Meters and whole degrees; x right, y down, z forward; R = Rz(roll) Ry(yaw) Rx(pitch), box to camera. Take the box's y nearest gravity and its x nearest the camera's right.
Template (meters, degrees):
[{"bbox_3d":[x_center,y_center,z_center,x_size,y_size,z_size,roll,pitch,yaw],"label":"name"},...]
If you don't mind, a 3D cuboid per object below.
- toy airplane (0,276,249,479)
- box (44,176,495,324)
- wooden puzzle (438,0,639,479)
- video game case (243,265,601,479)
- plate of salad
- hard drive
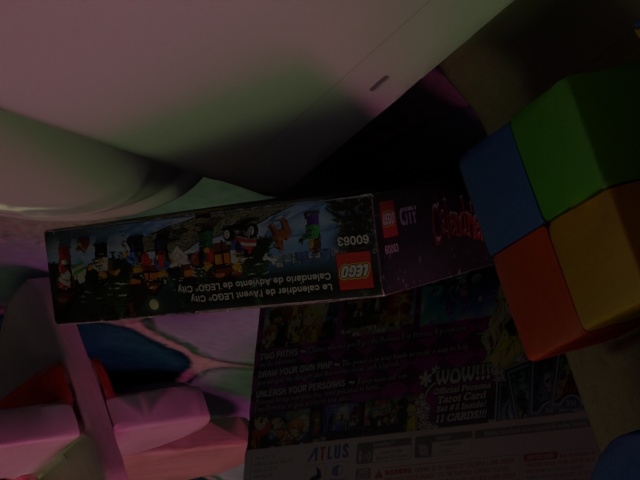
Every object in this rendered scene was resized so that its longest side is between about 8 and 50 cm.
[{"bbox_3d":[-0.251,0.164,1.228,0.384,0.272,0.386,-35,146,-6],"label":"toy airplane"},{"bbox_3d":[0.000,0.000,0.865,0.159,0.044,0.233,-5,-178,25],"label":"box"},{"bbox_3d":[0.168,0.028,0.662,0.080,0.348,0.322,-17,170,-29],"label":"wooden puzzle"},{"bbox_3d":[0.063,0.084,0.970,0.232,0.210,0.042,-11,153,33],"label":"video game case"},{"bbox_3d":[-0.148,-0.064,0.858,0.200,0.048,0.200,5,154,2],"label":"plate of salad"},{"bbox_3d":[-0.092,-0.117,0.685,0.307,0.040,0.203,18,143,-31],"label":"hard drive"}]
